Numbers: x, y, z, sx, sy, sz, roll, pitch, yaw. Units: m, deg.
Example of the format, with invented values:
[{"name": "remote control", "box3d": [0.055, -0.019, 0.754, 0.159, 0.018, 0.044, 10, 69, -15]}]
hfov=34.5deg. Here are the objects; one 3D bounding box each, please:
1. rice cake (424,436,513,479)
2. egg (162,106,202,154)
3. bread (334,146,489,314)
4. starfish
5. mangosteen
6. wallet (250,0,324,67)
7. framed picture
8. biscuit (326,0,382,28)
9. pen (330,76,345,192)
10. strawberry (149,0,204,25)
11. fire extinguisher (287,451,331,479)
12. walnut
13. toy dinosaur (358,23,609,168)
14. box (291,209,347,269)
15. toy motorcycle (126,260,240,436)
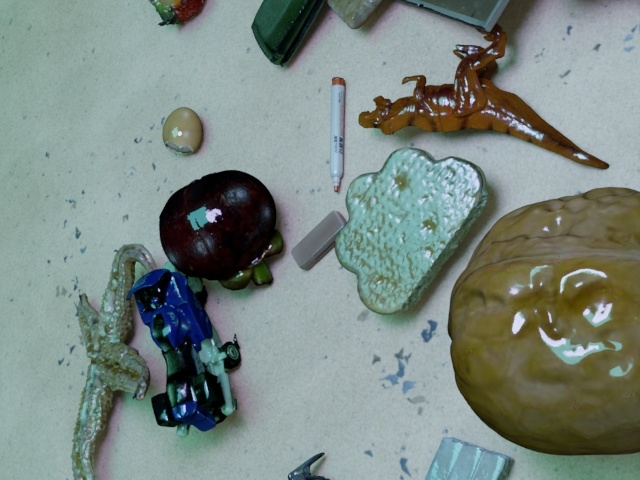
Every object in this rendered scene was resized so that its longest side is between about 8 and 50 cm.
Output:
[{"name": "rice cake", "box3d": [0.198, 0.404, 1.527, 0.124, 0.038, 0.211, 13, 84, 37]}, {"name": "egg", "box3d": [-0.270, -0.218, 2.028, 0.080, 0.080, 0.096, 0, 70, 35]}, {"name": "bread", "box3d": [0.129, -0.033, 1.641, 0.207, 0.056, 0.286, 44, 103, 22]}, {"name": "starfish", "box3d": [-0.384, 0.238, 1.933, 0.324, 0.082, 0.432, -36, 48, 43]}, {"name": "mangosteen", "box3d": [-0.178, -0.013, 1.827, 0.216, 0.216, 0.216, -11, 69, 32]}, {"name": "wallet", "box3d": [-0.046, -0.459, 1.933, 0.236, 0.055, 0.160, -55, 42, 25]}, {"name": "framed picture", "box3d": [0.248, -0.486, 1.719, 0.247, 0.022, 0.335, -59, 34, 5]}, {"name": "biscuit", "box3d": [0.127, -0.538, 1.846, 0.325, 0.044, 0.217, -48, 40, 16]}, {"name": "pen", "box3d": [0.029, -0.189, 1.841, 0.026, 0.026, 0.218, -10, 70, 33]}, {"name": "strawberry", "box3d": [-0.287, -0.528, 2.134, 0.140, 0.085, 0.192, -27, 61, 28]}, {"name": "fire extinguisher", "box3d": [-0.010, 0.493, 1.615, 0.114, 0.095, 0.311, -10, 66, -7]}, {"name": "walnut", "box3d": [0.353, 0.111, 1.346, 0.398, 0.308, 0.354, -4, 40, 34]}, {"name": "toy dinosaur", "box3d": [0.259, -0.239, 1.649, 0.432, 0.097, 0.208, 8, 76, 31]}, {"name": "box", "box3d": [0.000, 0.000, 1.803, 0.115, 0.025, 0.048, -44, 50, 16]}, {"name": "toy motorcycle", "box3d": [-0.243, 0.173, 1.812, 0.125, 0.196, 0.331, -29, 59, 25]}]
